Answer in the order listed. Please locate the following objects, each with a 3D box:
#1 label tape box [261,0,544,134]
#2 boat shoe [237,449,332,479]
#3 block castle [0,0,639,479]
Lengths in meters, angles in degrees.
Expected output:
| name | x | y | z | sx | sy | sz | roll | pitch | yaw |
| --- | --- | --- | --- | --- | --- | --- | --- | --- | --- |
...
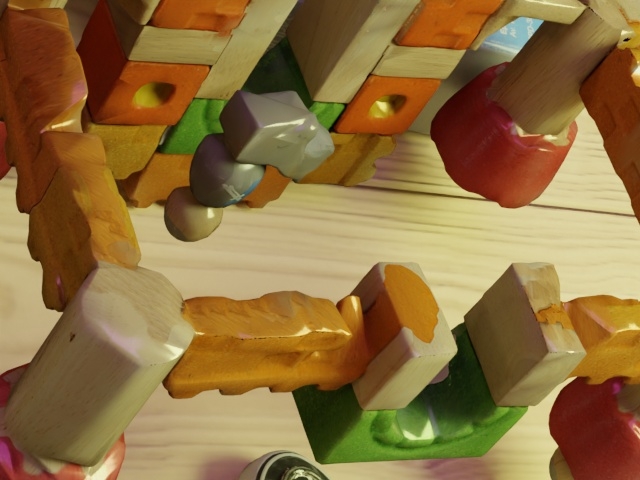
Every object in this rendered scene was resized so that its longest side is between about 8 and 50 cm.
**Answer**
| name | x | y | z | sx | sy | sz | roll | pitch | yaw |
| --- | --- | --- | --- | --- | --- | --- | --- | --- | --- |
| label tape box | -0.035 | -0.222 | 1.241 | 0.348 | 0.115 | 0.249 | 10 | 56 | -24 |
| boat shoe | 0.032 | 0.203 | 1.033 | 0.078 | 0.070 | 0.219 | -21 | 74 | -40 |
| block castle | 0.000 | 0.000 | 1.032 | 0.453 | 0.213 | 0.303 | 0 | 55 | -32 |
